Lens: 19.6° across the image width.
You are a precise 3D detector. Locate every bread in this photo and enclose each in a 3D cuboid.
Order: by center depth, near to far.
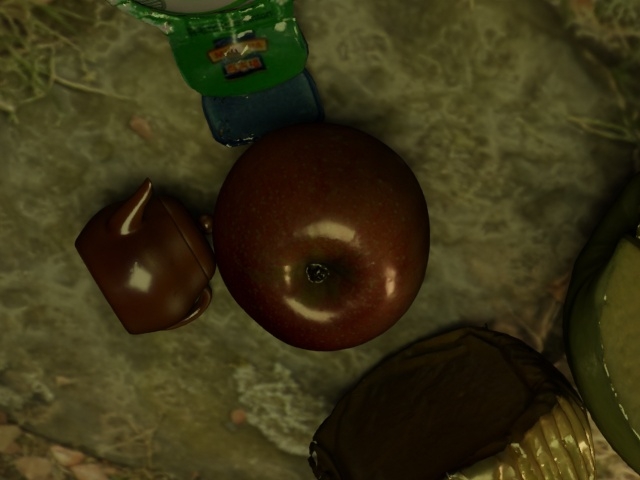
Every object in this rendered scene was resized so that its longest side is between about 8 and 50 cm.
[{"bbox_3d":[0.110,0.186,1.482,0.227,0.253,0.142,-25,112,2],"label":"bread"}]

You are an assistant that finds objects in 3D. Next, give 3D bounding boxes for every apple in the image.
[{"bbox_3d":[0.327,0.051,1.429,0.258,0.233,0.295,35,101,-6],"label":"apple"},{"bbox_3d":[0.000,0.000,1.453,0.181,0.168,0.181,1,118,1],"label":"apple"}]

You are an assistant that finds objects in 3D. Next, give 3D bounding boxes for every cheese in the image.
[{"bbox_3d":[-0.082,-0.209,1.411,0.204,0.083,0.320,-13,122,10],"label":"cheese"}]

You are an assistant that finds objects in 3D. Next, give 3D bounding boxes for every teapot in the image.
[{"bbox_3d":[-0.130,0.014,1.499,0.116,0.116,0.173,-16,140,7],"label":"teapot"}]
